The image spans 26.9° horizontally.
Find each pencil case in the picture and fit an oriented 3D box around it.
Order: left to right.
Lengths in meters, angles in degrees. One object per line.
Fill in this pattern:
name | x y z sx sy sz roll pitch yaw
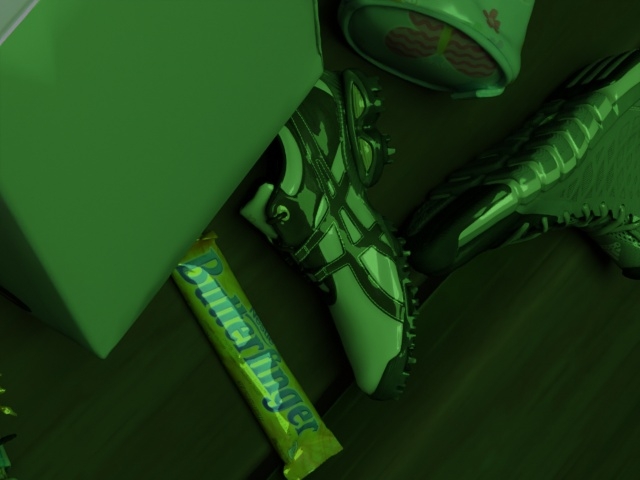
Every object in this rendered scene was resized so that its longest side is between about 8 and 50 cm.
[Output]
pencil case | 0.104 -0.225 0.819 0.124 0.113 0.273 35 71 -42

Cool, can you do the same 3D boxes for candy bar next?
candy bar | -0.041 0.066 0.778 0.040 0.018 0.161 -35 103 -25

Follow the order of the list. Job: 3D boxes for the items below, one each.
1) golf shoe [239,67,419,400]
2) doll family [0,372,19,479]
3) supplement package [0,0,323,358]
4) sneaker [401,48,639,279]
golf shoe | 0.000 0.000 0.780 0.094 0.077 0.198 -9 84 -16
doll family | -0.203 0.069 0.621 0.118 0.163 0.263 -42 102 -1
supplement package | -0.115 -0.103 0.596 0.145 0.262 0.204 30 70 16
sneaker | 0.163 -0.014 0.852 0.228 0.086 0.132 -39 106 -25
